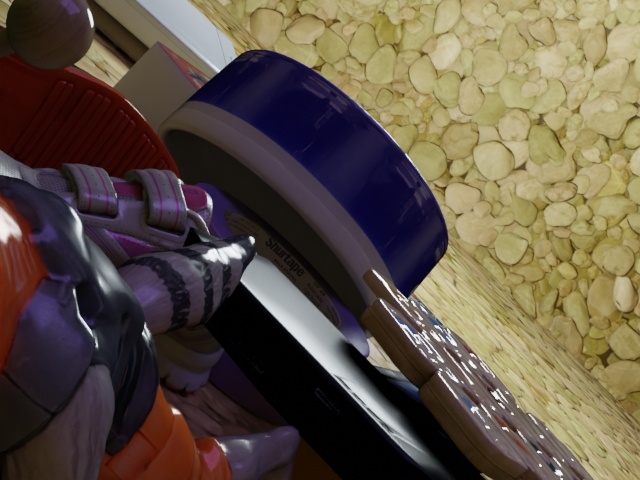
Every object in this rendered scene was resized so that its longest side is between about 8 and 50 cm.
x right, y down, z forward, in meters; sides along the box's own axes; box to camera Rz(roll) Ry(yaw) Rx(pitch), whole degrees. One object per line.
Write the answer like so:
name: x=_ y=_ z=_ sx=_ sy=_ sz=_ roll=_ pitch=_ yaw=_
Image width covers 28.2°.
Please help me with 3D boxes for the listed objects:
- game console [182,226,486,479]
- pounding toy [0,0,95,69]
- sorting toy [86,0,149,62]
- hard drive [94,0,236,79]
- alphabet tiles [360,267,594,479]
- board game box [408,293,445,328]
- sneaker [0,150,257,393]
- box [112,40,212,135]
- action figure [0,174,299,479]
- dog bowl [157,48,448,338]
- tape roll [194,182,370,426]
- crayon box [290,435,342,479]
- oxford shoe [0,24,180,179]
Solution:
game console: x=0.041 y=0.099 z=0.811 sx=0.213 sy=0.044 sz=0.361 roll=45 pitch=6 yaw=21
pounding toy: x=-0.236 y=-0.101 z=0.685 sx=0.237 sy=0.183 sz=0.110 roll=30 pitch=43 yaw=-69
sorting toy: x=-0.281 y=-0.305 z=1.672 sx=0.193 sy=0.038 sz=0.208 roll=41 pitch=15 yaw=-24
hard drive: x=-0.246 y=-0.327 z=1.658 sx=0.353 sy=0.047 sz=0.233 roll=40 pitch=15 yaw=-25
alphabet tiles: x=0.131 y=0.136 z=0.838 sx=0.284 sy=0.021 sz=0.278 roll=37 pitch=11 yaw=-48
board game box: x=0.089 y=0.082 z=1.558 sx=0.193 sy=0.045 sz=0.147 roll=48 pitch=10 yaw=19
sneaker: x=-0.130 y=-0.008 z=0.798 sx=0.252 sy=0.111 sz=0.103 roll=36 pitch=13 yaw=-41
box: x=-0.122 y=-0.107 z=1.321 sx=0.130 sy=0.091 sz=0.170 roll=51 pitch=11 yaw=29
action figure: x=-0.145 y=0.009 z=0.503 sx=0.341 sy=0.178 sz=0.330 roll=49 pitch=1 yaw=12
dog bowl: x=-0.017 y=-0.039 z=1.137 sx=0.265 sy=0.104 sz=0.265 roll=40 pitch=-17 yaw=15
tape roll: x=-0.055 y=0.048 z=0.985 sx=0.189 sy=0.080 sz=0.189 roll=44 pitch=9 yaw=-8
crayon box: x=0.072 y=0.230 z=0.740 sx=0.202 sy=0.081 sz=0.318 roll=36 pitch=13 yaw=-44
oxford shoe: x=-0.213 y=-0.104 z=0.922 sx=0.271 sy=0.097 sz=0.098 roll=38 pitch=6 yaw=-36
